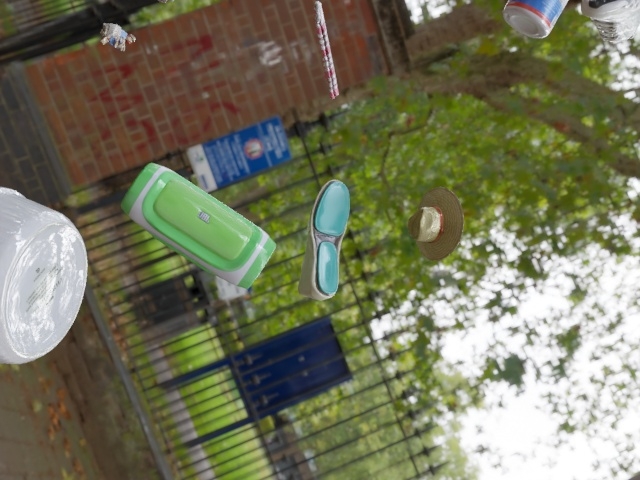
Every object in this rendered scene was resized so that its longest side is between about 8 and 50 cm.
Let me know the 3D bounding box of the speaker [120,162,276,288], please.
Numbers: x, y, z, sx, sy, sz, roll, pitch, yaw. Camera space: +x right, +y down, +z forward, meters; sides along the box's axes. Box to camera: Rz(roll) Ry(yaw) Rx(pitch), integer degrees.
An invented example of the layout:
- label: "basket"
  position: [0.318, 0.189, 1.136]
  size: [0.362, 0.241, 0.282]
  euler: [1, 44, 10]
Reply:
- label: "speaker"
  position: [-0.239, -0.028, 1.652]
  size: [0.296, 0.131, 0.131]
  euler: [33, -7, -6]

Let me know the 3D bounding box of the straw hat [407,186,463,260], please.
- label: "straw hat"
  position: [0.198, -0.030, 1.566]
  size: [0.144, 0.061, 0.144]
  euler: [-1, -92, 57]

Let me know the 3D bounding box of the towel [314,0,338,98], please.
- label: "towel"
  position: [0.009, -0.446, 1.961]
  size: [0.144, 0.029, 0.197]
  euler: [-97, 174, -59]

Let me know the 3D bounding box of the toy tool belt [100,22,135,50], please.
- label: "toy tool belt"
  position: [-0.462, -0.453, 1.894]
  size: [0.083, 0.052, 0.051]
  euler: [27, 77, -58]

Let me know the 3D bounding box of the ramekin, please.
- label: "ramekin"
  position: [-0.463, 0.060, 1.258]
  size: [0.273, 0.127, 0.272]
  euler: [11, 90, -75]

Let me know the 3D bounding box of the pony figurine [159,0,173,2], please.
- label: "pony figurine"
  position: [-0.310, -0.495, 1.182]
  size: [0.351, 0.363, 0.302]
  euler: [-3, -71, 65]

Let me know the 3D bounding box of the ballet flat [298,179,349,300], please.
- label: "ballet flat"
  position: [0.000, 0.000, 1.656]
  size: [0.086, 0.086, 0.248]
  euler: [95, 4, -69]

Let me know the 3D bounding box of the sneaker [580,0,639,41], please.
- label: "sneaker"
  position: [0.602, -0.458, 1.701]
  size: [0.110, 0.292, 0.118]
  euler: [28, -61, 29]

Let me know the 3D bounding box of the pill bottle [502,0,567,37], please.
- label: "pill bottle"
  position: [0.537, -0.606, 1.986]
  size: [0.124, 0.221, 0.124]
  euler: [29, -3, 2]
